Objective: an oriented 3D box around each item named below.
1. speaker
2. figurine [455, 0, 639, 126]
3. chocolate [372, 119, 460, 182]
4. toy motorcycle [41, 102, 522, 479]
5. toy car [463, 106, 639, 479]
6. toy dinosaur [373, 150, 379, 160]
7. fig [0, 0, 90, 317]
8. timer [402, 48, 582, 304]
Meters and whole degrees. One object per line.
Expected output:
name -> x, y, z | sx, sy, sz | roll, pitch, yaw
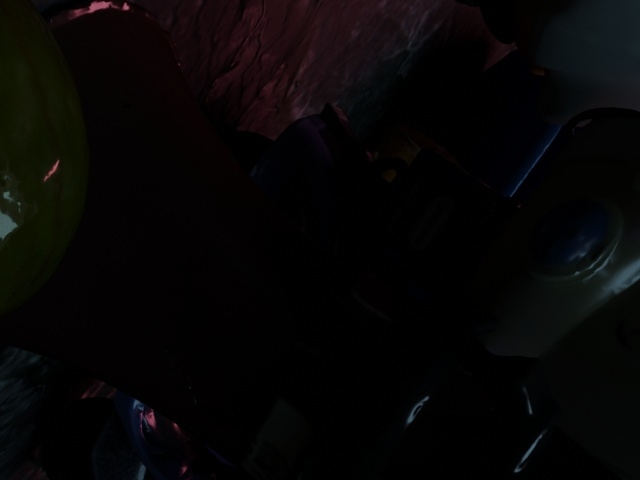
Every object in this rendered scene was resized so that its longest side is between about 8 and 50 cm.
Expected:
speaker -> -0.051, 0.087, 0.482 | 0.259, 0.329, 0.198 | -50, 165, 9
figurine -> 0.115, -0.160, 0.558 | 0.176, 0.236, 0.133 | -39, 159, -44
chocolate -> 0.041, -0.004, 0.960 | 0.219, 0.085, 0.085 | -56, 164, 20
toy motorcycle -> -0.036, 0.081, 0.670 | 0.358, 0.212, 0.125 | -57, 164, 9
toy car -> 0.160, 0.130, 0.566 | 0.226, 0.242, 0.336 | -49, 165, -30
toy dinosaur -> 0.000, 0.000, 0.922 | 0.126, 0.039, 0.162 | -45, 163, -34
fig -> -0.135, -0.081, 0.305 | 0.124, 0.124, 0.236 | -33, 133, -51
timer -> 0.162, -0.034, 0.998 | 0.340, 0.115, 0.309 | -57, -169, 10
